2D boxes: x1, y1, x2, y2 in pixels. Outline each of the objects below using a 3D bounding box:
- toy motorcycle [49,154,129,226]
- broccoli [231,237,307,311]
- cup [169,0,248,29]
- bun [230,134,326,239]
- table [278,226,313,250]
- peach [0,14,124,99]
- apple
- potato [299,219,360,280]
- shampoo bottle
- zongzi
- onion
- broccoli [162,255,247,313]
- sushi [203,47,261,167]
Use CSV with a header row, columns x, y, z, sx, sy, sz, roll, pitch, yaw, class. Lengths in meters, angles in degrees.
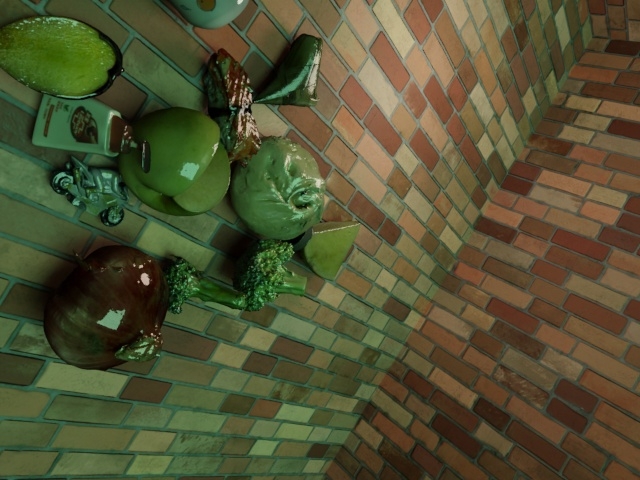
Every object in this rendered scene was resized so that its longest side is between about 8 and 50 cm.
x,y,z,sx,sy,sz,roll,pitch,yaw,class
-0.580,-0.140,1.255,0.152,0.073,0.225,-53,140,-10,toy motorcycle
-0.185,0.110,1.627,0.235,0.260,0.287,65,27,-43,broccoli
-0.313,-0.668,1.107,0.212,0.212,0.317,-52,140,-9,cup
-0.132,-0.162,1.577,0.326,0.235,0.361,-34,127,-19,bun
-0.094,-0.029,1.761,0.133,0.134,0.043,-56,138,-5,table
-0.589,-0.398,1.059,0.280,0.068,0.188,-1,80,-30,peach
-0.375,-0.208,1.259,0.292,0.292,0.253,45,50,-48,apple
0.000,0.000,1.894,0.255,0.112,0.269,24,92,-46,potato
-0.518,-0.247,1.106,0.071,0.284,0.153,-21,132,-78,shampoo bottle
-0.106,-0.528,1.473,0.242,0.112,0.220,-12,122,-40,zongzi
-0.571,0.176,1.288,0.354,0.354,0.353,-24,128,-34,onion
-0.381,0.165,1.521,0.275,0.198,0.177,19,78,-17,broccoli
-0.258,-0.370,1.372,0.124,0.130,0.331,-20,105,-43,sushi
